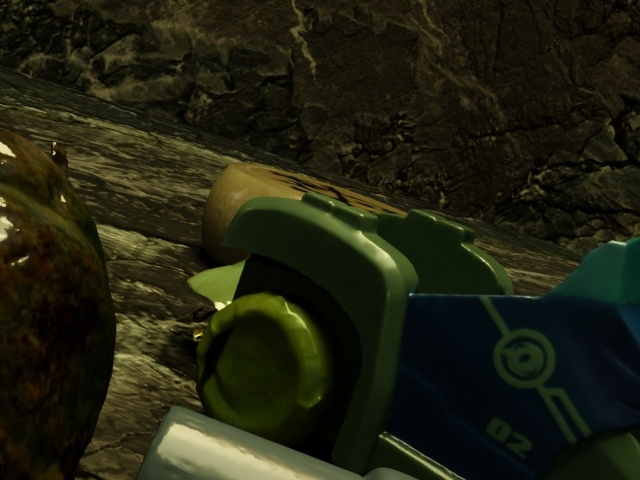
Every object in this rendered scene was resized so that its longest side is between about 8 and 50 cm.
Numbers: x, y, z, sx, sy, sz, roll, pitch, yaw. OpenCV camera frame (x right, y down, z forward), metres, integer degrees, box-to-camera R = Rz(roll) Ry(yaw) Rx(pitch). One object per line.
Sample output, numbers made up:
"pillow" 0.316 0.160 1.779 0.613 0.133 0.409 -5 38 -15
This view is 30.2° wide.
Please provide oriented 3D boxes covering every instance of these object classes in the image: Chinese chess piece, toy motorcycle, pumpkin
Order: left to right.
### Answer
"pumpkin" -0.162 0.038 0.494 0.111 0.163 0.278 22 11 31
"Chinese chess piece" 0.000 0.000 1.262 0.257 0.104 0.257 19 8 -3
"toy motorcycle" 0.103 0.071 0.725 0.326 0.200 0.191 21 8 31

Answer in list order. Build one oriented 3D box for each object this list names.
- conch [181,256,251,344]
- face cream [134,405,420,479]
"conch" -0.007 0.051 0.962 0.250 0.137 0.143 -6 46 -24
"face cream" 0.102 0.170 0.488 0.385 0.086 0.135 23 9 -2
